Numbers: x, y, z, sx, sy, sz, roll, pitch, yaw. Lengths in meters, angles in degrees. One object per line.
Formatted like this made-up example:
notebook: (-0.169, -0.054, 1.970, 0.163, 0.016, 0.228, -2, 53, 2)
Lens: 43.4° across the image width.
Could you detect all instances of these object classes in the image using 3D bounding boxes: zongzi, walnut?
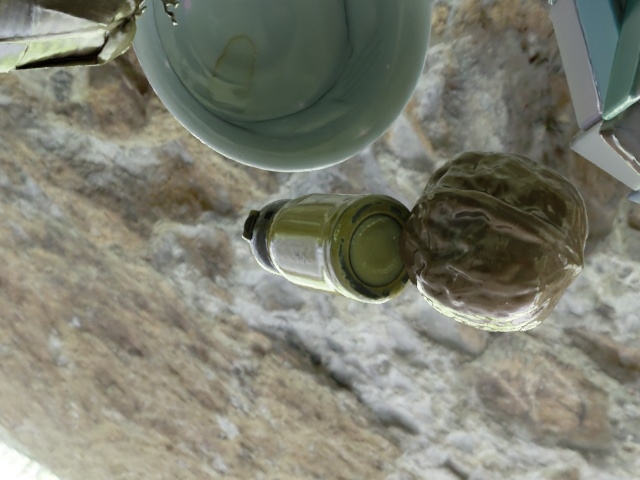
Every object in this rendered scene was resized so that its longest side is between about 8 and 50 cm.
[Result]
zongzi: (-0.263, -0.133, 0.579, 0.241, 0.248, 0.111, -50, -131, 36)
walnut: (0.253, 0.003, 1.171, 0.273, 0.273, 0.227, 18, -48, 26)

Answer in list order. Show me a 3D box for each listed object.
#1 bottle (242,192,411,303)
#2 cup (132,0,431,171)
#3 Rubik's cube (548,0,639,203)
bottle: (0.000, 0.000, 1.368, 0.351, 0.171, 0.171, 9, -47, 58)
cup: (-0.064, -0.250, 0.897, 0.347, 0.347, 0.163, 59, -20, -19)
Rubik's cube: (0.416, -0.190, 0.799, 0.368, 0.358, 0.387, 47, -1, 5)
